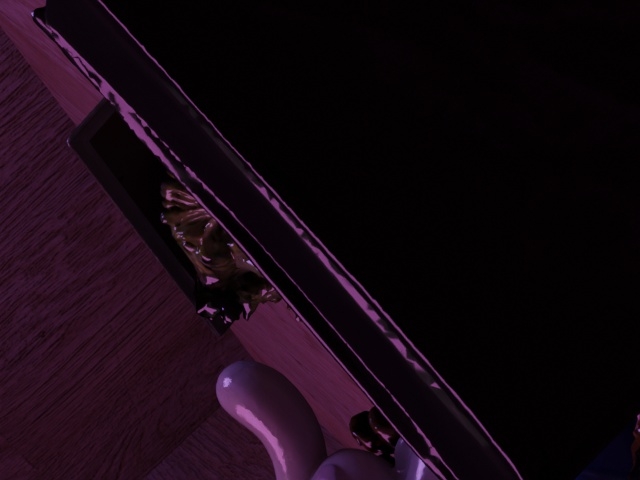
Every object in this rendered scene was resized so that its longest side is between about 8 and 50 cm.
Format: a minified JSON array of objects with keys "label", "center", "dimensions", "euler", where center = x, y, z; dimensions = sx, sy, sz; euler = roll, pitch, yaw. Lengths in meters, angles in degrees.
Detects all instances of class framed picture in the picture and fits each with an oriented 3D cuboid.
[{"label":"framed picture","center":[-0.081,-0.081,1.685],"dimensions":[0.019,0.232,0.296],"euler":[27,160,39]}]

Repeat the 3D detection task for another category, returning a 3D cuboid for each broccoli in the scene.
[{"label":"broccoli","center":[0.000,0.000,1.588],"dimensions":[0.263,0.247,0.243],"euler":[30,-162,-28]}]

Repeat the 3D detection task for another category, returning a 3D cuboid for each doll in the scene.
[{"label":"doll","center":[0.118,0.223,1.487],"dimensions":[0.376,0.365,0.187],"euler":[65,-166,-3]}]

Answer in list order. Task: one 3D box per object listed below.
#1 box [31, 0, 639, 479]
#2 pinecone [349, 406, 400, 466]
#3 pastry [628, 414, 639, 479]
[{"label":"box","center":[0.063,-0.078,0.943],"dimensions":[0.345,0.251,0.204],"euler":[47,171,-4]},{"label":"pinecone","center":[0.153,0.156,1.680],"dimensions":[0.243,0.243,0.257],"euler":[43,129,25]},{"label":"pastry","center":[0.279,0.142,1.041],"dimensions":[0.193,0.275,0.275],"euler":[6,-179,-14]}]
